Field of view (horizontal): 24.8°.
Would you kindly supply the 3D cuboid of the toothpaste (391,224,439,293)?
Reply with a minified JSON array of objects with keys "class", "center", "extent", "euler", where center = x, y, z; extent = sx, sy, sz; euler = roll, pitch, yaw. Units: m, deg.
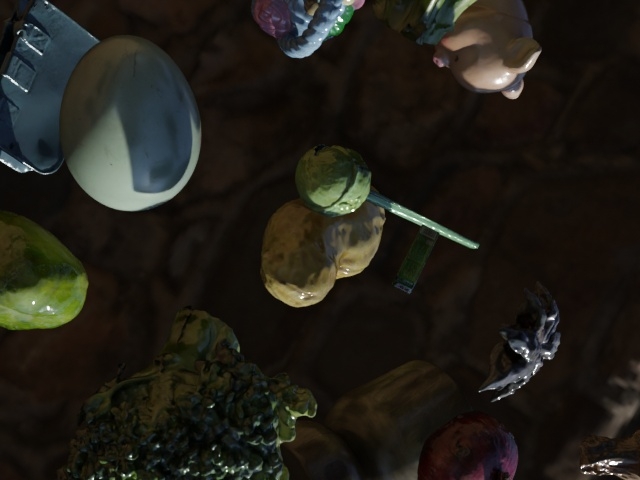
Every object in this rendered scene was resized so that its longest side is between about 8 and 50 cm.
[{"class":"toothpaste","center":[0.090,0.017,1.376],"extent":[0.083,0.020,0.017],"euler":[-60,174,-47]}]

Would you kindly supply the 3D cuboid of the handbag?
[{"class":"handbag","center":[-0.419,-0.224,2.105],"extent":[0.179,0.062,0.229],"euler":[36,67,-50]}]

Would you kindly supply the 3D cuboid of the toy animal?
[{"class":"toy animal","center":[0.214,-0.322,2.085],"extent":[0.154,0.250,0.166],"euler":[-32,171,11]}]

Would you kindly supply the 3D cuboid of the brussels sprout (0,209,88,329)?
[{"class":"brussels sprout","center":[-0.424,0.043,2.031],"extent":[0.223,0.223,0.161],"euler":[-16,121,-77]}]

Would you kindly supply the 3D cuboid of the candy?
[{"class":"candy","center":[0.098,-0.042,1.895],"extent":[0.336,0.092,0.093],"euler":[22,114,-40]}]

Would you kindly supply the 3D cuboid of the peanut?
[{"class":"peanut","center":[0.000,0.000,2.132],"extent":[0.305,0.147,0.147],"euler":[-31,151,-57]}]

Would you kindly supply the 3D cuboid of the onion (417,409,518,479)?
[{"class":"onion","center":[0.146,0.219,1.417],"extent":[0.107,0.097,0.107],"euler":[-17,122,-29]}]

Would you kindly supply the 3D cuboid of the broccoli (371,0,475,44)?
[{"class":"broccoli","center":[0.164,-0.391,1.831],"extent":[0.304,0.321,0.283],"euler":[10,111,-32]}]

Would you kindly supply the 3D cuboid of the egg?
[{"class":"egg","center":[-0.247,-0.151,1.885],"extent":[0.183,0.183,0.264],"euler":[-53,157,-35]}]

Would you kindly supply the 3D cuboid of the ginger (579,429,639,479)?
[{"class":"ginger","center":[0.528,0.364,2.194],"extent":[0.122,0.290,0.084],"euler":[-67,169,12]}]

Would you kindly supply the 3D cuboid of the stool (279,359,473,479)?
[{"class":"stool","center":[0.061,0.288,1.939],"extent":[0.264,0.179,0.179],"euler":[-23,151,-30]}]

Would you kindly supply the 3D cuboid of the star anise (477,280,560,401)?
[{"class":"star anise","center":[0.272,0.143,1.940],"extent":[0.180,0.061,0.204],"euler":[-55,156,-10]}]

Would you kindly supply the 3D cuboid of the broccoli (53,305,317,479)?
[{"class":"broccoli","center":[-0.137,0.198,1.542],"extent":[0.245,0.288,0.248],"euler":[-67,146,-41]}]

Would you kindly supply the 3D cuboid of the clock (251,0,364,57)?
[{"class":"clock","center":[0.009,-0.254,1.253],"extent":[0.194,0.100,0.195],"euler":[-62,-155,21]}]
